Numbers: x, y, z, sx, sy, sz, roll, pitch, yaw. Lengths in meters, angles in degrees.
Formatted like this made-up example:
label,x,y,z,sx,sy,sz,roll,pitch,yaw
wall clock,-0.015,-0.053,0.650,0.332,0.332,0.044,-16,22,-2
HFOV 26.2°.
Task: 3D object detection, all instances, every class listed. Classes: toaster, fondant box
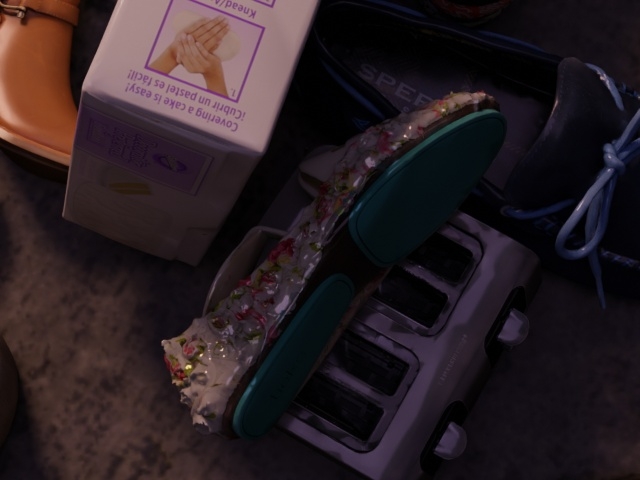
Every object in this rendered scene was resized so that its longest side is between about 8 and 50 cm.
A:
label,x,y,z,sx,sy,sz,roll,pitch,yaw
toaster,0.024,0.046,0.830,0.186,0.110,0.168,30,82,9
fondant box,-0.042,-0.172,0.782,0.096,0.238,0.330,20,73,-7

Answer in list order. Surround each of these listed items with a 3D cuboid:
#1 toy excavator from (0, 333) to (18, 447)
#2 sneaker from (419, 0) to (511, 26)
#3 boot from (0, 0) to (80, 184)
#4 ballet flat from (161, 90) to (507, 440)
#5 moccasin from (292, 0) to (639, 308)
label,x,y,z,sx,sy,sz,roll,pitch,yaw
toy excavator,-0.474,0.095,0.826,0.433,0.222,0.445,42,77,9
sneaker,0.102,-0.267,0.857,0.090,0.145,0.270,7,87,3
boot,-0.181,-0.129,0.900,0.197,0.073,0.152,28,79,6
ballet flat,0.000,0.000,0.746,0.077,0.091,0.241,35,79,32
moccasin,0.132,-0.048,0.835,0.342,0.117,0.137,19,82,8
